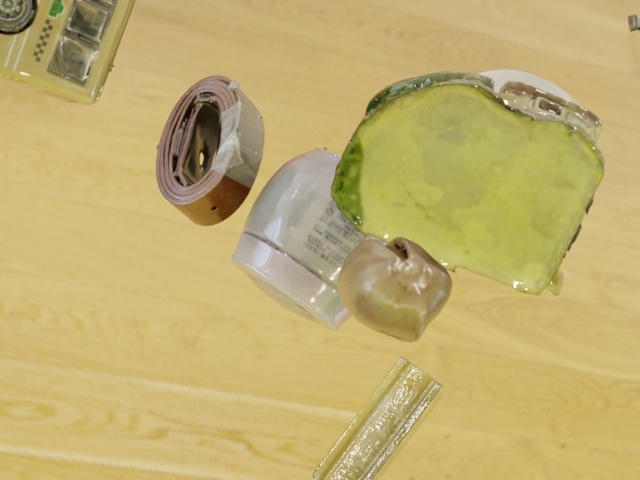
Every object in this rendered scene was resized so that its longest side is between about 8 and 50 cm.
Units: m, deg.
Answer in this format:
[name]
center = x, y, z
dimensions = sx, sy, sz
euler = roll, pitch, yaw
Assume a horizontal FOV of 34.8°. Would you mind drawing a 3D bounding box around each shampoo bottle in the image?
[shampoo bottle]
center = 0.000, 0.000, 1.794
dimensions = 0.273, 0.273, 0.266
euler = 37, 83, -1

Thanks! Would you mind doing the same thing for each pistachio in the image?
[pistachio]
center = 0.074, 0.050, 1.063
dimensions = 0.113, 0.149, 0.113
euler = 1, 86, -13

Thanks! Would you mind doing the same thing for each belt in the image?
[belt]
center = -0.191, -0.160, 1.789
dimensions = 0.105, 0.184, 0.261
euler = 44, 52, -49

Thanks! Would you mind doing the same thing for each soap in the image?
[soap]
center = 0.094, 0.313, 1.664
dimensions = 0.092, 0.037, 0.252
euler = 36, 88, 26

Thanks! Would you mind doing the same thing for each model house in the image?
[model house]
center = 0.212, -0.125, 1.340
dimensions = 0.321, 0.261, 0.266
euler = 22, 34, 5

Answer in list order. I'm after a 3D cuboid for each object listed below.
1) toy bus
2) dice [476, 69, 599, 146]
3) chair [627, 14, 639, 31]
[toy bus]
center = -0.328, -0.369, 1.342
dimensions = 0.202, 0.177, 0.365
euler = 20, 90, -28
[dice]
center = 0.321, -0.138, 1.817
dimensions = 0.259, 0.243, 0.251
euler = 34, 67, 32
[chair]
center = 0.372, -0.199, 0.707
dimensions = 0.275, 0.203, 0.190
euler = 10, 81, 5
